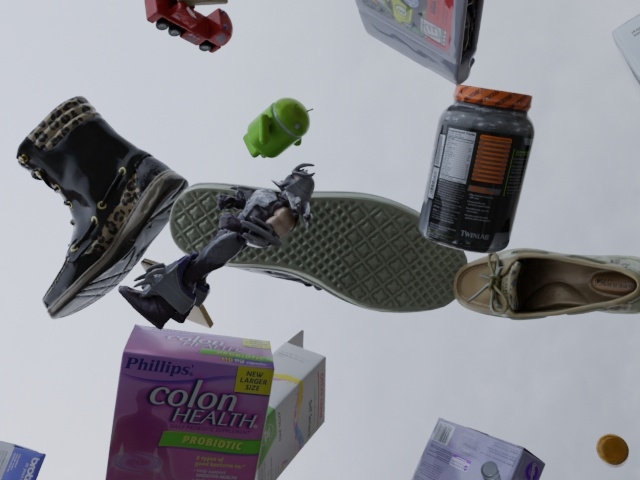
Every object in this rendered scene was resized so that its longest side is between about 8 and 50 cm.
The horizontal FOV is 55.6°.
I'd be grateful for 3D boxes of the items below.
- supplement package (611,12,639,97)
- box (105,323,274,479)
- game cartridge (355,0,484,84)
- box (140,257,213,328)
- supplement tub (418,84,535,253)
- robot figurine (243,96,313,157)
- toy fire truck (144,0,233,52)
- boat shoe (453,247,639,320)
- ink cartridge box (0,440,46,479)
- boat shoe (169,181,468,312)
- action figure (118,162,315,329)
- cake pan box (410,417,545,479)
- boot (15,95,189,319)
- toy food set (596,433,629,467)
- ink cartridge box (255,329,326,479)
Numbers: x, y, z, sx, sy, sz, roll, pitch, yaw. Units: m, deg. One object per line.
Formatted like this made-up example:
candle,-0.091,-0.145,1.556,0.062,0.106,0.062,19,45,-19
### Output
supplement package,0.236,-0.041,0.284,0.105,0.105,0.179,25,-136,-49
box,-0.195,0.270,0.912,0.213,0.117,0.243,9,-81,-10
game cartridge,0.121,-0.342,0.791,0.060,0.196,0.294,-45,-22,-10
box,-0.378,0.142,1.606,0.021,0.164,0.201,-51,-40,-34
supplement tub,0.192,-0.089,0.745,0.117,0.117,0.190,-7,-68,-45
robot figurine,-0.064,-0.170,0.916,0.101,0.115,0.067,-7,-112,-57
toy fire truck,-0.184,-0.355,0.895,0.192,0.135,0.047,12,-117,-53
boat shoe,0.302,0.056,0.833,0.089,0.285,0.105,7,-101,-49
ink cartridge box,-0.512,0.352,0.811,0.065,0.311,0.186,61,-143,-57
boat shoe,0.000,0.000,1.033,0.156,0.500,0.187,-41,-39,-83
action figure,-0.115,-0.004,0.783,0.285,0.185,0.099,-41,-79,2
cake pan box,0.260,0.478,1.132,0.070,0.267,0.246,36,-108,-19
boot,-0.467,-0.063,1.170,0.377,0.284,0.138,-48,-7,13
toy food set,0.485,0.233,0.828,0.232,0.111,0.104,-52,-33,-3
ink cartridge box,-0.087,0.380,1.385,0.353,0.119,0.207,-37,-45,-51
